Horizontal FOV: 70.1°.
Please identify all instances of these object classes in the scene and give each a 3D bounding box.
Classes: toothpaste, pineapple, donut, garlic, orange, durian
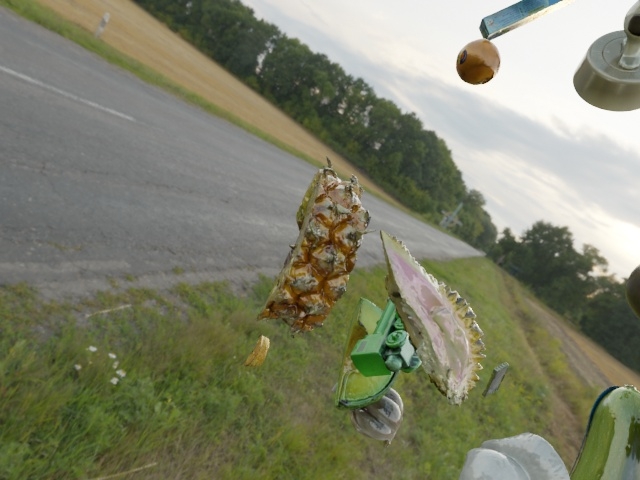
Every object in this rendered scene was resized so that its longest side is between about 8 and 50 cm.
[{"bbox_3d":[0.554,-0.608,1.193,0.065,0.266,0.050,-6,75,-78],"label":"toothpaste"},{"bbox_3d":[0.001,0.000,0.562,0.079,0.233,0.135,22,-20,-21],"label":"pineapple"},{"bbox_3d":[-0.163,0.295,1.203,0.037,0.083,0.067,27,-30,-17],"label":"donut"},{"bbox_3d":[0.121,0.411,1.138,0.194,0.131,0.127,37,-28,18],"label":"garlic"},{"bbox_3d":[0.295,-0.332,0.851,0.083,0.084,0.083,34,11,-8],"label":"orange"},{"bbox_3d":[0.127,0.075,0.517,0.140,0.078,0.225,-107,173,-65],"label":"durian"}]

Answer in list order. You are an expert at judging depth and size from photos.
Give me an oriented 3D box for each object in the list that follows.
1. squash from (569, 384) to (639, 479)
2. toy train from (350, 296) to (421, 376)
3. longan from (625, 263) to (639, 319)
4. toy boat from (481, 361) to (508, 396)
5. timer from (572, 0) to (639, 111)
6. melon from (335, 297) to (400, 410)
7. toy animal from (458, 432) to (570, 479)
[{"bbox_3d":[0.392,0.368,0.638,0.094,0.341,0.094,28,-11,6],"label":"squash"},{"bbox_3d":[0.154,0.158,0.884,0.085,0.119,0.251,59,38,-17],"label":"toy train"},{"bbox_3d":[0.668,0.100,0.818,0.204,0.159,0.184,12,-19,45],"label":"longan"},{"bbox_3d":[0.515,0.411,1.343,0.063,0.115,0.016,-13,37,-31],"label":"toy boat"},{"bbox_3d":[0.614,-0.404,0.877,0.175,0.175,0.266,42,-12,29],"label":"timer"},{"bbox_3d":[0.115,0.298,1.105,0.129,0.265,0.169,14,-32,0],"label":"melon"},{"bbox_3d":[0.211,0.351,0.615,0.130,0.220,0.104,170,-97,-73],"label":"toy animal"}]
